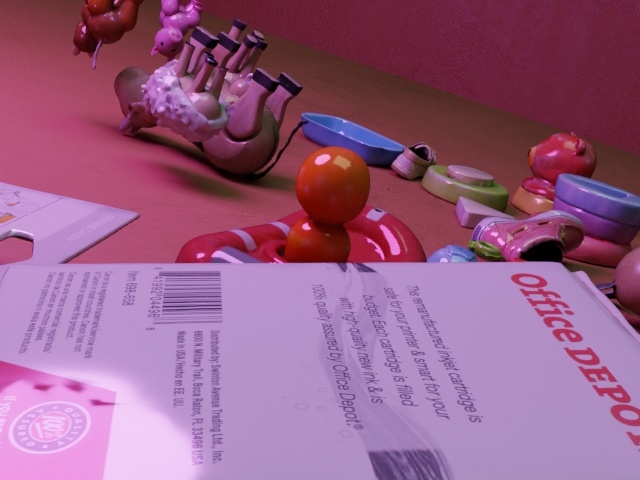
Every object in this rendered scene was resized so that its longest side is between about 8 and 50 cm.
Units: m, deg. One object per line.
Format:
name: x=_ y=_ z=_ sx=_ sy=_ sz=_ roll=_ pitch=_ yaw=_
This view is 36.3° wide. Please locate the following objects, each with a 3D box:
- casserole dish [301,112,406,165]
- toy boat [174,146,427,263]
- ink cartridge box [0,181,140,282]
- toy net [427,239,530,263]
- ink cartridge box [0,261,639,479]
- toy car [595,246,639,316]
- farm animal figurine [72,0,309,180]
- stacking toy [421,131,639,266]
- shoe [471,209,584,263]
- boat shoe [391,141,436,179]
casserole dish: x=0.048 y=-0.158 z=1.544 sx=0.188 sy=0.037 sz=0.114 roll=30 pitch=21 yaw=37
toy boat: x=0.000 y=0.000 z=0.760 sx=0.151 sy=0.151 sz=0.231 roll=24 pitch=18 yaw=25
ink cartridge box: x=-0.288 y=0.008 z=0.601 sx=0.261 sy=0.066 sz=0.296 roll=17 pitch=16 yaw=6
toy net: x=0.211 y=0.063 z=0.962 sx=0.232 sy=0.045 sz=0.122 roll=30 pitch=19 yaw=35
ink cartridge box: x=-0.002 y=0.094 z=0.399 sx=0.273 sy=0.114 sz=0.197 roll=-1 pitch=21 yaw=-6
toy car: x=0.364 y=0.062 z=1.032 sx=0.188 sy=0.148 sz=0.155 roll=-8 pitch=-7 yaw=40
farm animal figurine: x=-0.160 y=-0.186 z=1.237 sx=0.327 sy=0.172 sz=0.330 roll=42 pitch=19 yaw=31
stacking toy: x=0.308 y=-0.087 z=1.394 sx=0.280 sy=0.130 sz=0.309 roll=13 pitch=16 yaw=-13
shoe: x=0.271 y=0.008 z=1.172 sx=0.178 sy=0.063 sz=0.081 roll=-2 pitch=25 yaw=-34
boat shoe: x=0.155 y=-0.127 z=1.508 sx=0.050 sy=0.045 sz=0.135 roll=40 pitch=25 yaw=10
